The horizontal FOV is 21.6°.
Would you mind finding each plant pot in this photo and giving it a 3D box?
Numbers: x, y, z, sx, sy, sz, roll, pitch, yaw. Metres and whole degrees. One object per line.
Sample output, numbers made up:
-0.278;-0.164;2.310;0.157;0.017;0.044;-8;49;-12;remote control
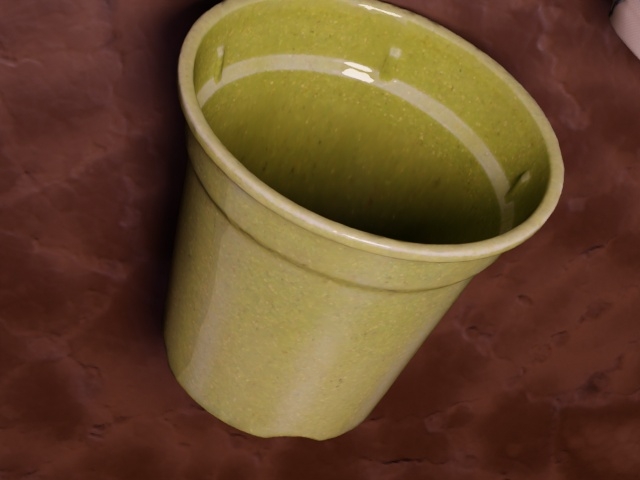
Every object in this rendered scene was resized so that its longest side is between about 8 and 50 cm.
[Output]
0.000;0.000;1.215;0.276;0.276;0.254;8;132;-16;plant pot

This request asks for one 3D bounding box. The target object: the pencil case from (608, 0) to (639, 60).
0.351;-0.269;1.149;0.183;0.160;0.410;0;127;-43;pencil case
